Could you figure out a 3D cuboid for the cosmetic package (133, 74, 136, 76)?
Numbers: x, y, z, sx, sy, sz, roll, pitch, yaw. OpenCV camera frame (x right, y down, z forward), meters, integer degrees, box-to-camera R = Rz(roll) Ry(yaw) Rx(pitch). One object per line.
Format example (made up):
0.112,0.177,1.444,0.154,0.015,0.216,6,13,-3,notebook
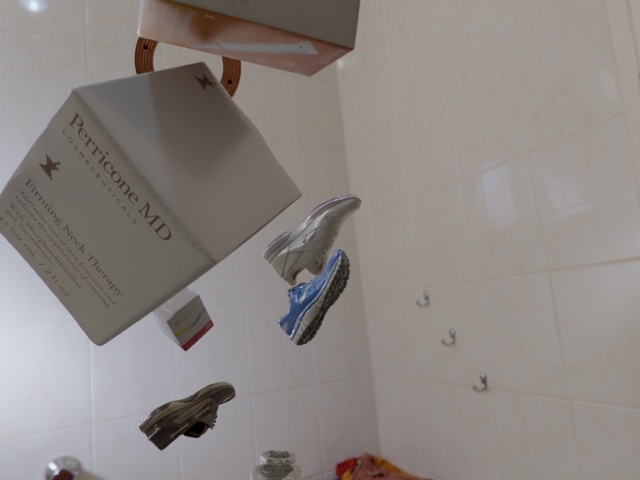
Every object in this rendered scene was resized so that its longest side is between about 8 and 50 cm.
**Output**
-0.473,-0.372,1.421,0.238,0.127,0.107,25,-19,-13,cosmetic package

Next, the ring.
-0.422,-0.563,1.526,0.337,0.336,0.032,-6,17,-2,ring

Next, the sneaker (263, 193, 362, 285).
0.000,0.000,1.258,0.305,0.152,0.114,-38,-10,14,sneaker

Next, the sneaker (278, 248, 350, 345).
-0.029,0.163,1.511,0.147,0.329,0.130,34,1,24,sneaker

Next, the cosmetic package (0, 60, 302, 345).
-0.323,-0.071,0.909,0.394,0.329,0.327,-32,9,34,cosmetic package

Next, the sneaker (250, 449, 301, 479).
-0.081,0.472,0.887,0.091,0.115,0.232,2,-13,1,sneaker

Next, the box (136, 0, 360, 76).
-0.129,-0.428,0.834,0.346,0.168,0.215,5,3,-23,box

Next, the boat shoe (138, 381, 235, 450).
-0.400,0.560,1.505,0.132,0.130,0.356,-44,-20,30,boat shoe

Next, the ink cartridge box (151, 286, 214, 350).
-0.439,0.228,1.485,0.128,0.127,0.176,30,-32,29,ink cartridge box
